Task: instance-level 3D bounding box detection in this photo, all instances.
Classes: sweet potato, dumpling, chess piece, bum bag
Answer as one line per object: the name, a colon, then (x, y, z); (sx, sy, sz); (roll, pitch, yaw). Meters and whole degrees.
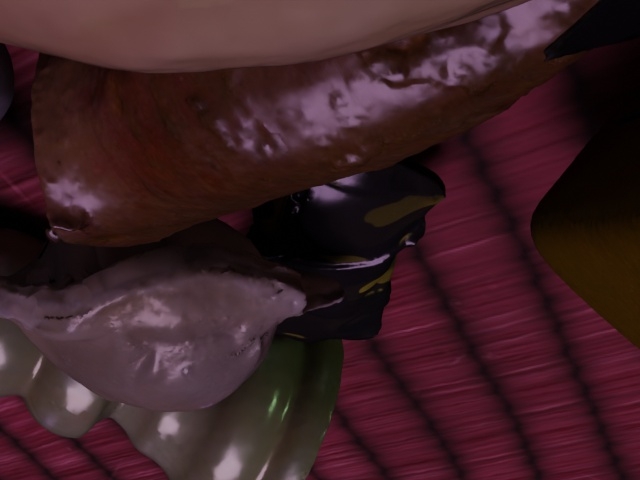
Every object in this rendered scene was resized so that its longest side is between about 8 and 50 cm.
sweet potato: (0.010, -0.086, 0.693); (0.336, 0.131, 0.131); (-19, 140, 42)
dumpling: (-0.090, 0.027, 0.855); (0.199, 0.118, 0.136); (-4, 169, 6)
chess piece: (-0.128, 0.076, 1.047); (0.251, 0.144, 0.144); (22, 151, -11)
bum bag: (0.000, 0.000, 0.925); (0.106, 0.060, 0.232); (11, 153, -7)

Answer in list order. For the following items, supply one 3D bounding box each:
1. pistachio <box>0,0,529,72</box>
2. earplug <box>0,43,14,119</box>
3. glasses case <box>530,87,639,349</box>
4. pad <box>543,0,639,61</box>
pistachio: (-0.015, -0.155, 0.501); (0.318, 0.193, 0.214); (-10, 141, 13)
earplug: (-0.252, -0.048, 0.800); (0.214, 0.175, 0.325); (16, 152, 2)
glasses case: (0.200, -0.002, 0.642); (0.173, 0.141, 0.371); (42, 179, -1)
pad: (0.244, -0.157, 0.452); (0.247, 0.007, 0.367); (-16, 165, -29)
